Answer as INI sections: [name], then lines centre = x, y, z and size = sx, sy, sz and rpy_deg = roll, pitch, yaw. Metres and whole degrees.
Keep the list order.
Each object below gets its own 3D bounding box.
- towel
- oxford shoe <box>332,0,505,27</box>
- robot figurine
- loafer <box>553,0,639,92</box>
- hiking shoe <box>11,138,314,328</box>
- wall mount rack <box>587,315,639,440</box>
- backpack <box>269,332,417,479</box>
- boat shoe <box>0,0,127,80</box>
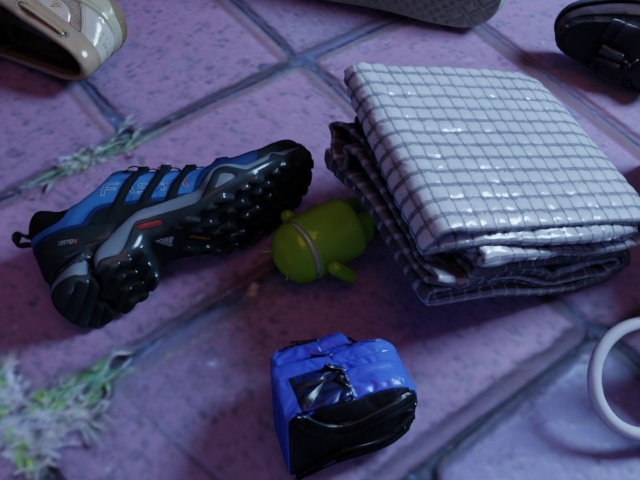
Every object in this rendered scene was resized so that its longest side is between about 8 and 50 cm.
[towel]
centre = 0.162, -0.055, 0.810
size = 0.283, 0.121, 0.235
rpy_deg = -5, 52, -30
[oxford shoe]
centre = 0.040, -0.412, 1.079
size = 0.449, 0.169, 0.130
rpy_deg = 17, 56, 1
[robot figurine]
centre = 0.000, 0.000, 0.816
size = 0.115, 0.067, 0.101
rpy_deg = -28, 54, -22
[loafer]
centre = 0.438, -0.221, 0.992
size = 0.302, 0.109, 0.095
rpy_deg = 15, 57, 4
[hiking shoe]
centre = -0.149, -0.043, 0.811
size = 0.304, 0.113, 0.132
rpy_deg = -28, 60, -23
[wall mount rack]
centre = 0.407, 0.054, 0.688
size = 0.349, 0.130, 0.304
rpy_deg = -11, 91, -11
[backpack]
centre = 0.019, 0.131, 0.697
size = 0.120, 0.098, 0.101
rpy_deg = -12, 50, -11
[boat shoe]
centre = -0.413, -0.288, 0.981
size = 0.341, 0.122, 0.110
rpy_deg = 18, 53, 9
